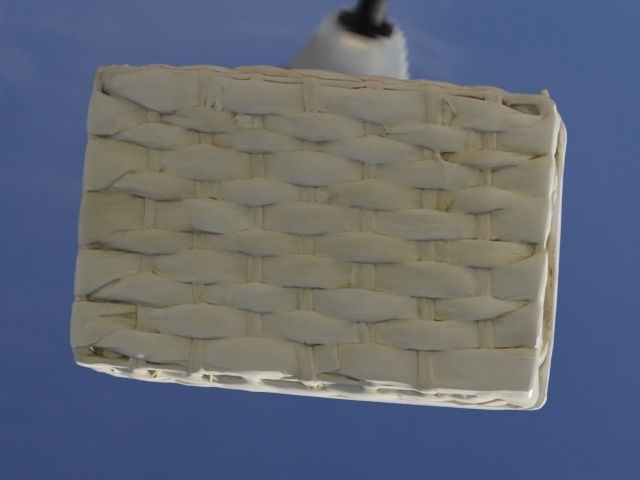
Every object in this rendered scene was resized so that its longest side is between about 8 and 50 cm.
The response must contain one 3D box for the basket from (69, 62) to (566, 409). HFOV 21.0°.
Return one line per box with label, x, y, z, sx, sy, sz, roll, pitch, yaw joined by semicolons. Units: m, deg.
basket;0.000;0.000;0.595;0.167;0.113;0.103;4;179;6
